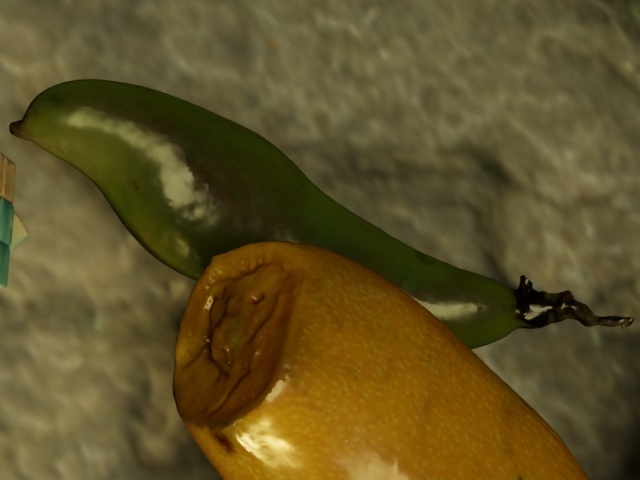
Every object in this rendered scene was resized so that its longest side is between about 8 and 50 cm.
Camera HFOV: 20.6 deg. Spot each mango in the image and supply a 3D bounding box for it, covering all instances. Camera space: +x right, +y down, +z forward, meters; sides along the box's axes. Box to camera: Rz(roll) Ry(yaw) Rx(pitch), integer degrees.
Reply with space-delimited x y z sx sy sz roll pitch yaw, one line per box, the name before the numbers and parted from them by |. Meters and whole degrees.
mango | 0.058 0.149 0.835 0.359 0.144 0.187 60 29 -9

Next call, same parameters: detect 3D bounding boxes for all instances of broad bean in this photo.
broad bean | -0.003 0.000 0.882 0.325 0.067 0.075 22 109 -21

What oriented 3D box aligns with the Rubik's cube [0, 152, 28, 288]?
Rubik's cube | -0.177 -0.011 0.809 0.084 0.073 0.075 21 85 6
